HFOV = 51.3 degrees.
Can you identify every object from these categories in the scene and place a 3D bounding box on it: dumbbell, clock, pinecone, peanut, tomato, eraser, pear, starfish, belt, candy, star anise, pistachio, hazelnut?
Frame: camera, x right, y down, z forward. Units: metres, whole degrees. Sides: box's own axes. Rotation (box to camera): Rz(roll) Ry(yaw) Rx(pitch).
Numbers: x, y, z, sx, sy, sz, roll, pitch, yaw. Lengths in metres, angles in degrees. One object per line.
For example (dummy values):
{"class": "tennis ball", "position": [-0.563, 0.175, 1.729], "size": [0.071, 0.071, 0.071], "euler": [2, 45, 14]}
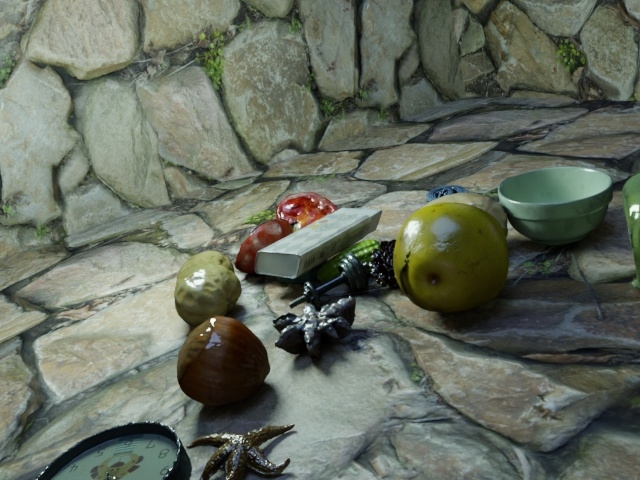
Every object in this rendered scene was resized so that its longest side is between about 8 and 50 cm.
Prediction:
{"class": "dumbbell", "position": [0.026, 0.124, 1.857], "size": [0.254, 0.110, 0.110], "euler": [-27, 22, -15]}
{"class": "clock", "position": [-0.407, 0.463, 1.285], "size": [0.312, 0.061, 0.312], "euler": [-13, 19, 4]}
{"class": "pinecone", "position": [0.197, 0.067, 1.844], "size": [0.140, 0.140, 0.121], "euler": [-36, -12, -45]}
{"class": "peanut", "position": [-0.332, 0.132, 1.981], "size": [0.192, 0.170, 0.387], "euler": [-10, 19, -4]}
{"class": "tomato", "position": [-0.040, -0.057, 2.339], "size": [0.233, 0.140, 0.200], "euler": [38, 54, 23]}
{"class": "eraser", "position": [0.000, 0.000, 2.035], "size": [0.213, 0.082, 0.396], "euler": [5, 24, 42]}
{"class": "pear", "position": [0.331, 0.039, 1.648], "size": [0.284, 0.285, 0.336], "euler": [3, 5, 41]}
{"class": "starfish", "position": [-0.153, 0.402, 1.282], "size": [0.213, 0.057, 0.238], "euler": [14, 34, 41]}
{"class": "belt", "position": [0.433, -0.126, 2.271], "size": [0.141, 0.082, 0.190], "euler": [-7, 20, 13]}
{"class": "candy", "position": [0.086, 0.069, 1.976], "size": [0.209, 0.097, 0.097], "euler": [-23, 20, 0]}
{"class": "tomato", "position": [-0.170, 0.030, 2.157], "size": [0.101, 0.228, 0.228], "euler": [41, 43, 12]}
{"class": "star anise", "position": [-0.009, 0.210, 1.646], "size": [0.236, 0.093, 0.229], "euler": [-21, 21, -13]}
{"class": "pistachio", "position": [0.390, -0.040, 1.932], "size": [0.318, 0.214, 0.194], "euler": [-1, 65, 52]}
{"class": "hazelnut", "position": [-0.217, 0.277, 1.511], "size": [0.214, 0.176, 0.214], "euler": [6, 50, -7]}

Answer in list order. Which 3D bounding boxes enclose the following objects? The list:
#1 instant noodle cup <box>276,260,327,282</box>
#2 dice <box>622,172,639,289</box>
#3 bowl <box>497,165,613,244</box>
{"class": "instant noodle cup", "position": [-0.060, 0.080, 2.076], "size": [0.179, 0.070, 0.157], "euler": [-3, 21, 30]}
{"class": "dice", "position": [0.811, -0.024, 1.468], "size": [0.254, 0.250, 0.252], "euler": [-6, 21, 24]}
{"class": "bowl", "position": [0.667, -0.092, 1.889], "size": [0.307, 0.163, 0.307], "euler": [-12, 19, 4]}
